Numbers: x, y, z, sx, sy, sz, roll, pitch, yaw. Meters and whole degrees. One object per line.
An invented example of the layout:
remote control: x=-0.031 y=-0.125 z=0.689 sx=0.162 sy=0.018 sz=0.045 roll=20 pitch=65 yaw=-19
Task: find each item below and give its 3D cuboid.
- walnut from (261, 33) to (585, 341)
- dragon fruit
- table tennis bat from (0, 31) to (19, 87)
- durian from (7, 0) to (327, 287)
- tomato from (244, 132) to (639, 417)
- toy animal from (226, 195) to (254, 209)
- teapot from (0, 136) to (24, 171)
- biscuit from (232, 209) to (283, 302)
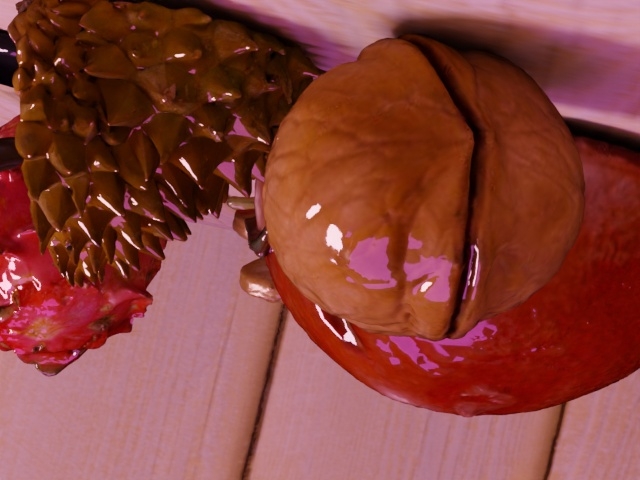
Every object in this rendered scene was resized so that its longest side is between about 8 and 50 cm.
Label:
walnut: x=0.045 y=-0.022 z=0.752 sx=0.144 sy=0.144 sz=0.180 roll=13 pitch=172 yaw=-6
dragon fruit: x=-0.222 y=-0.021 z=1.418 sx=0.210 sy=0.205 sz=0.268 roll=40 pitch=-153 yaw=-16
table tennis bat: x=-0.214 y=-0.116 z=1.134 sx=0.236 sy=0.027 sz=0.150 roll=8 pitch=173 yaw=46
durian: x=-0.083 y=-0.062 z=0.888 sx=0.186 sy=0.154 sz=0.260 roll=-12 pitch=-179 yaw=9
tomato: x=0.100 y=0.024 z=1.013 sx=0.309 sy=0.170 sz=0.309 roll=14 pitch=177 yaw=1
toy animal: x=0.029 y=-0.025 z=1.385 sx=0.181 sy=0.073 sz=0.136 roll=8 pitch=-178 yaw=23
teapot: x=-0.289 y=-0.042 z=1.131 sx=0.175 sy=0.185 sz=0.267 roll=-15 pitch=-177 yaw=25
biscuit: x=0.000 y=0.000 z=1.426 sx=0.153 sy=0.030 sz=0.234 roll=14 pitch=-155 yaw=-2
